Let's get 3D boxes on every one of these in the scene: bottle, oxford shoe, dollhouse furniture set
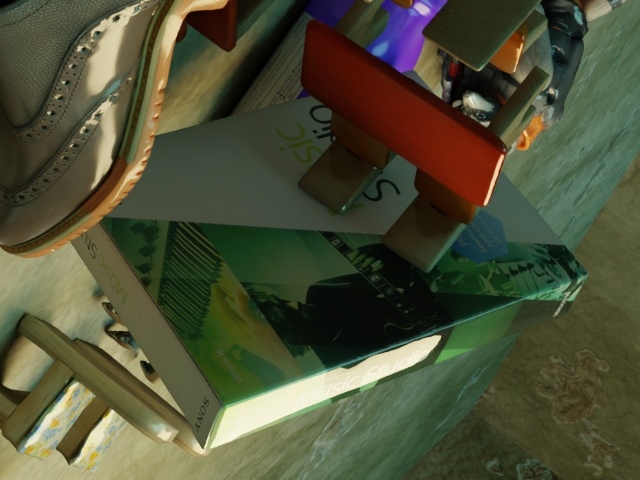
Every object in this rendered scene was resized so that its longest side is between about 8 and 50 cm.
[{"bbox_3d":[0.023,-0.152,1.309,0.283,0.092,0.118,-55,160,7],"label":"bottle"},{"bbox_3d":[-0.149,-0.122,0.880,0.133,0.130,0.363,2,140,-32],"label":"oxford shoe"},{"bbox_3d":[0.008,-0.111,1.031,0.135,0.259,0.262,-49,165,-24],"label":"dollhouse furniture set"},{"bbox_3d":[-0.235,0.271,1.190,0.362,0.256,0.394,-51,165,-4],"label":"dollhouse furniture set"}]

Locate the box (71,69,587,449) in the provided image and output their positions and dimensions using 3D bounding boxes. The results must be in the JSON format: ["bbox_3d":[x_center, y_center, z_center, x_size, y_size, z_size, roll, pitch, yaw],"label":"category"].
[{"bbox_3d":[0.000,0.000,1.144,0.322,0.232,0.058,-19,146,-31],"label":"box"}]

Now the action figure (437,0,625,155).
[{"bbox_3d":[0.223,-0.227,1.604,0.330,0.179,0.341,-60,169,-7],"label":"action figure"}]

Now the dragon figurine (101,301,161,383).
[{"bbox_3d":[-0.109,0.046,1.385,0.144,0.085,0.289,-47,163,-18],"label":"dragon figurine"}]
